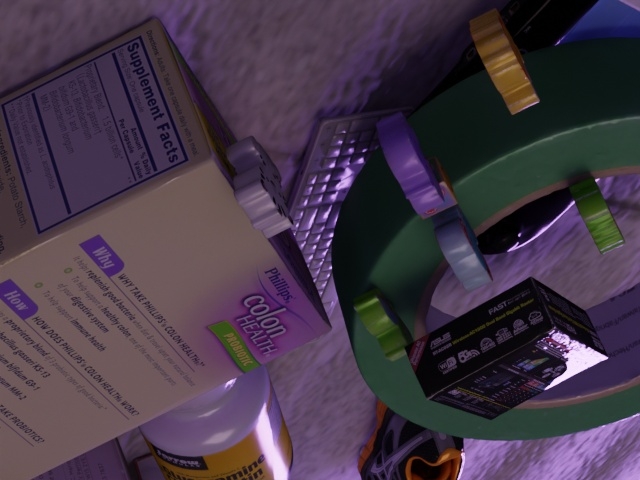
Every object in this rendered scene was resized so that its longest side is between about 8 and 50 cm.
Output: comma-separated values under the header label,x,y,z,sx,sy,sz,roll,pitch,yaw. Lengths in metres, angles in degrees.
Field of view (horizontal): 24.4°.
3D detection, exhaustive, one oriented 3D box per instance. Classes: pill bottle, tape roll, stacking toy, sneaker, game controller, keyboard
label,x,y,z,sx,sy,sz,roll,pitch,yaw
pill bottle,-0.083,0.128,1.099,0.103,0.103,0.184,-21,145,-4
tape roll,0.170,0.011,0.998,0.321,0.077,0.321,-8,137,-8
stacking toy,0.068,-0.017,0.843,0.167,0.052,0.221,-26,137,13
sneaker,0.085,0.201,1.311,0.084,0.083,0.215,-18,146,-11
game controller,0.168,-0.108,0.961,0.166,0.067,0.319,9,133,-45
keyboard,0.000,0.000,1.058,0.072,0.014,0.256,-6,141,-24

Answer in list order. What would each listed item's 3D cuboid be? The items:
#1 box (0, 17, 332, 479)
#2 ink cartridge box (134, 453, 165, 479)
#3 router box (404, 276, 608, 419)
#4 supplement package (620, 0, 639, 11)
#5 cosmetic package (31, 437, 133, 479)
label,x,y,z,sx,sy,sz,roll,pitch,yaw
box,-0.149,0.017,0.905,0.243,0.117,0.213,-26,145,5
ink cartridge box,-0.080,0.241,1.281,0.115,0.067,0.198,-19,143,-6
router box,0.119,0.070,0.932,0.092,0.038,0.122,-30,156,17
supplement package,0.112,-0.234,0.652,0.194,0.203,0.149,16,129,-43
cosmetic package,-0.305,0.274,1.120,0.366,0.155,0.197,-20,146,-8
